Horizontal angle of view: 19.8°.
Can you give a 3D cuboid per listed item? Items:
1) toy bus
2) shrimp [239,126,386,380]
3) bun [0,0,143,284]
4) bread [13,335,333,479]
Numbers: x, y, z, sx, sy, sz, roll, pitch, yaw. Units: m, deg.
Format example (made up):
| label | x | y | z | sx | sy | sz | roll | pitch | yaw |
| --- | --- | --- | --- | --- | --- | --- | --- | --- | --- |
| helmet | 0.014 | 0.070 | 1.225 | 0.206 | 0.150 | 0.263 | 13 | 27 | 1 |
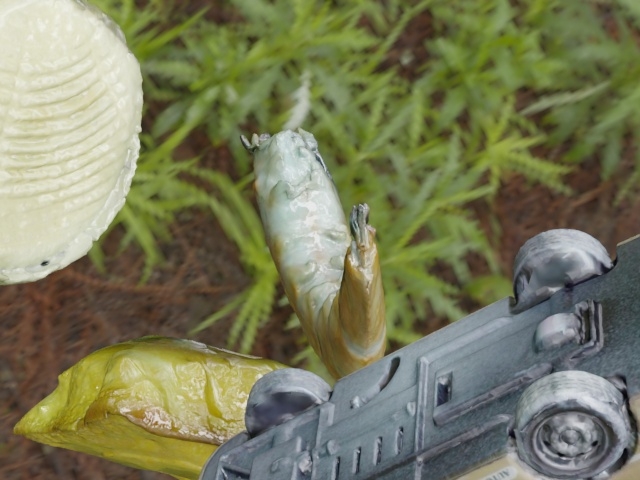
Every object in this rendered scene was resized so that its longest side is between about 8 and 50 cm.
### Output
| label | x | y | z | sx | sy | sz | roll | pitch | yaw |
| --- | --- | --- | --- | --- | --- | --- | --- | --- | --- |
| toy bus | 0.080 | 0.120 | 0.885 | 0.157 | 0.289 | 0.139 | 51 | 23 | -24 |
| shrimp | 0.004 | 0.024 | 1.415 | 0.068 | 0.287 | 0.185 | -15 | 108 | -5 |
| bun | -0.269 | -0.090 | 1.418 | 0.259 | 0.152 | 0.259 | -23 | 122 | -43 |
| bread | -0.066 | 0.120 | 1.189 | 0.233 | 0.160 | 0.088 | 23 | 75 | -31 |
